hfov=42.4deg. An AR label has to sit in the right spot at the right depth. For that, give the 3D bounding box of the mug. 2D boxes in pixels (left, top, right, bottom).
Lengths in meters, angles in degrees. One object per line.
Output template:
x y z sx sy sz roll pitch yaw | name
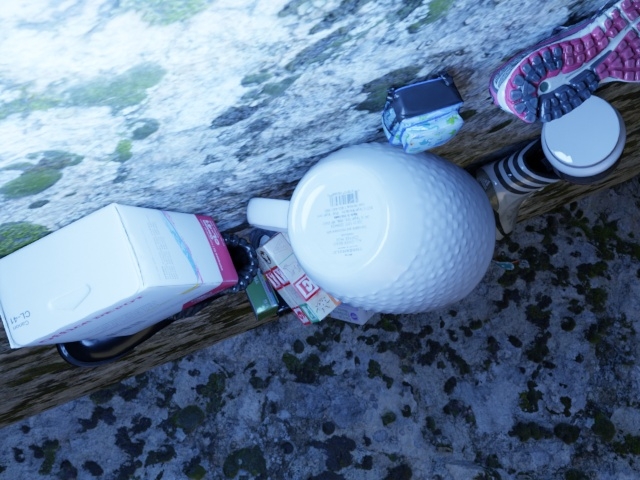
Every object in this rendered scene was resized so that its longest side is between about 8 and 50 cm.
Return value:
0.058 -0.025 1.329 0.374 0.276 0.328 7 180 28 | mug

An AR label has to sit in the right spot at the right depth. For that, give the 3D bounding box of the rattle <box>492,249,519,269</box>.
0.358 0.047 1.997 0.143 0.199 0.130 -54 -171 8 | rattle

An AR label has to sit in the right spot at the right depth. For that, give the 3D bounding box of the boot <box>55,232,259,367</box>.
-0.296 0.103 1.474 0.348 0.131 0.260 -30 -178 -27 | boot

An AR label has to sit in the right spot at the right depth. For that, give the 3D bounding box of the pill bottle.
0.532 -0.203 1.667 0.161 0.161 0.283 -26 171 16 | pill bottle

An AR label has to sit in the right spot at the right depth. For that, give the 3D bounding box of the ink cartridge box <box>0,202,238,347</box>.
-0.291 0.053 1.220 0.226 0.131 0.306 -25 170 14 | ink cartridge box

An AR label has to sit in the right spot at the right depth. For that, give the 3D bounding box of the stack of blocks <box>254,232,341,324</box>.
0.038 -0.001 1.555 0.297 0.171 0.087 -39 -176 -23 | stack of blocks

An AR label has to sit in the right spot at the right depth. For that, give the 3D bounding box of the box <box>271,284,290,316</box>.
-0.047 0.123 2.311 0.207 0.108 0.153 -21 172 -6 | box

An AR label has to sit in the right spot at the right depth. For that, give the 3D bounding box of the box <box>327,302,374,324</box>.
0.015 0.178 2.427 0.324 0.067 0.063 10 -141 44 | box

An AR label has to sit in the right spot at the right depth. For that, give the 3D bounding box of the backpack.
0.138 -0.168 1.139 0.105 0.084 0.114 -19 173 -10 | backpack

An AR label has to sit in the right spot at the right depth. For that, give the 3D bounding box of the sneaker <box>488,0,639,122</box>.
0.370 -0.264 1.135 0.299 0.121 0.112 -23 -160 -7 | sneaker

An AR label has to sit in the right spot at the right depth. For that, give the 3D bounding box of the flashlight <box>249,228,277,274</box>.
0.000 0.000 1.690 0.304 0.103 0.103 -9 130 -41 | flashlight

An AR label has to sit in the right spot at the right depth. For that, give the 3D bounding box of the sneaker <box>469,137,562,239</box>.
0.501 -0.123 2.032 0.257 0.169 0.447 -24 169 19 | sneaker

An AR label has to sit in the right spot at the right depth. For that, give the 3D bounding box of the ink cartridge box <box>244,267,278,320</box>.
-0.156 0.135 2.106 0.062 0.109 0.209 -22 171 -8 | ink cartridge box
